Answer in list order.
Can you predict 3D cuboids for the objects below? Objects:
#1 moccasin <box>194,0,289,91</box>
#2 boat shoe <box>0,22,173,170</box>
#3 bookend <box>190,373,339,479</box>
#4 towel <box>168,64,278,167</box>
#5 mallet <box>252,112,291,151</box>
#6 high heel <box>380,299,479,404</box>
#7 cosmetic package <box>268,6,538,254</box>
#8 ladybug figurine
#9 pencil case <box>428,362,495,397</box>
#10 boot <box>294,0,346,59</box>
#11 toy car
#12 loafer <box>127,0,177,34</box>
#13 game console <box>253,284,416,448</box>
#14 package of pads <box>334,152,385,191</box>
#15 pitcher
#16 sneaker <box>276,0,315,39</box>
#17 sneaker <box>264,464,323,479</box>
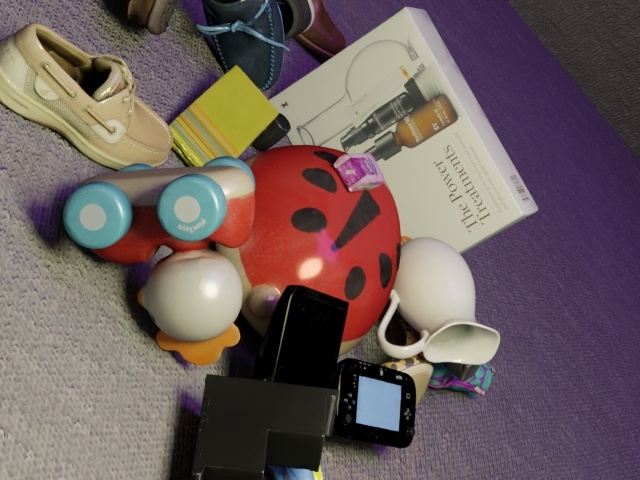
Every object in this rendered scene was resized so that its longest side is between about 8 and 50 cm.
[{"bbox_3d":[-0.141,-0.372,2.064,0.117,0.137,0.342,-77,155,-59],"label":"moccasin"},{"bbox_3d":[-0.274,-0.175,1.681,0.302,0.098,0.109,29,37,-48],"label":"boat shoe"},{"bbox_3d":[-0.062,0.236,1.530,0.157,0.072,0.156,7,37,-3],"label":"bookend"},{"bbox_3d":[-0.141,-0.168,1.966,0.102,0.021,0.237,50,36,-9],"label":"towel"},{"bbox_3d":[-0.130,-0.171,2.047,0.189,0.062,0.039,5,55,-44],"label":"mallet"},{"bbox_3d":[0.100,0.165,2.075,0.261,0.093,0.186,-9,41,-48],"label":"high heel"},{"bbox_3d":[0.128,-0.138,2.190,0.377,0.284,0.097,61,25,7],"label":"cosmetic package"},{"bbox_3d":[0.000,0.000,1.926,0.305,0.162,0.449,54,24,-11],"label":"ladybug figurine"},{"bbox_3d":[0.223,0.216,2.222,0.151,0.064,0.070,19,31,-54],"label":"pencil case"},{"bbox_3d":[-0.034,-0.456,2.466,0.305,0.115,0.112,49,24,-24],"label":"boot"},{"bbox_3d":[-0.173,0.035,1.588,0.219,0.210,0.238,-54,139,-79],"label":"toy car"},{"bbox_3d":[-0.266,-0.418,1.992,0.130,0.134,0.366,17,30,-18],"label":"loafer"},{"bbox_3d":[0.031,0.188,1.773,0.361,0.044,0.213,22,78,-54],"label":"game console"},{"bbox_3d":[0.056,-0.096,1.907,0.050,0.032,0.083,59,23,10],"label":"package of pads"},{"bbox_3d":[0.152,0.093,2.035,0.177,0.126,0.207,-3,41,-16],"label":"pitcher"},{"bbox_3d":[-0.111,-0.467,2.336,0.296,0.104,0.147,56,18,-16],"label":"sneaker"},{"bbox_3d":[-0.033,0.350,1.588,0.082,0.069,0.209,0,66,-18],"label":"sneaker"}]
